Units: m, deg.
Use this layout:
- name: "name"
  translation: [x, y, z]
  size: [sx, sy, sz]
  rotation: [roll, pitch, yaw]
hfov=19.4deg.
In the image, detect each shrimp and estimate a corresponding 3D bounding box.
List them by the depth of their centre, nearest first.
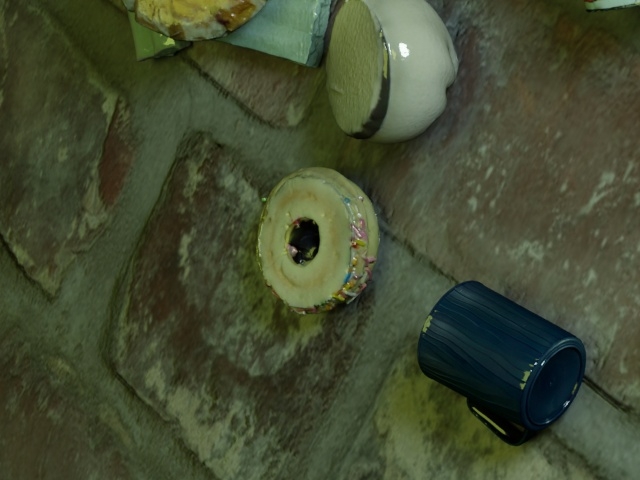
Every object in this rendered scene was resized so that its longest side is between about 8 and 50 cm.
- name: "shrimp"
  translation: [-0.110, -0.402, 2.158]
  size: [0.233, 0.071, 0.365]
  rotation: [29, 91, 13]

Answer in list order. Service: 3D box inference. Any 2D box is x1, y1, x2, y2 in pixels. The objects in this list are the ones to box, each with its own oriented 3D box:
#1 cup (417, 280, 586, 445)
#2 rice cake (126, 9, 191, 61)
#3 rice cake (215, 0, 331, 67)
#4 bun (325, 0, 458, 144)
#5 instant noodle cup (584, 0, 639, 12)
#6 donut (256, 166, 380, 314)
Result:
- name: "cup"
  translation: [0.194, 0.129, 1.936]
  size: [0.138, 0.150, 0.113]
  rotation: [29, 73, 37]
- name: "rice cake"
  translation: [-0.220, -0.331, 2.349]
  size: [0.080, 0.042, 0.221]
  rotation: [-23, 74, 37]
- name: "rice cake"
  translation: [-0.081, -0.284, 2.223]
  size: [0.237, 0.043, 0.127]
  rotation: [16, 98, 40]
- name: "bun"
  translation: [0.086, -0.190, 2.019]
  size: [0.173, 0.120, 0.172]
  rotation: [177, 90, -68]
- name: "instant noodle cup"
  translation: [0.295, -0.334, 1.795]
  size: [0.193, 0.193, 0.212]
  rotation: [-4, 103, 42]
- name: "donut"
  translation: [0.000, 0.000, 2.126]
  size: [0.175, 0.068, 0.174]
  rotation: [0, 90, 44]
